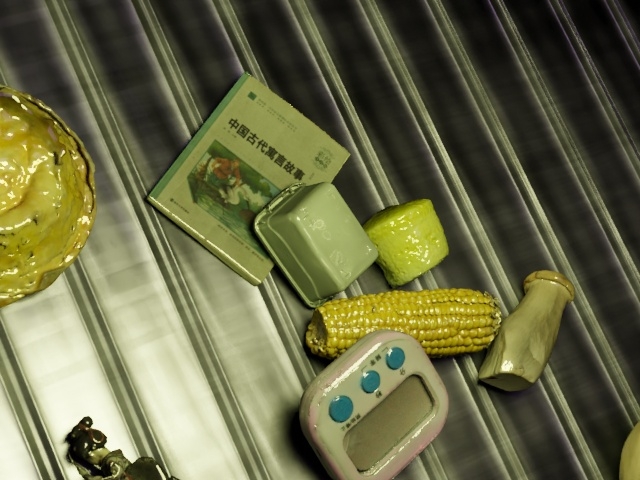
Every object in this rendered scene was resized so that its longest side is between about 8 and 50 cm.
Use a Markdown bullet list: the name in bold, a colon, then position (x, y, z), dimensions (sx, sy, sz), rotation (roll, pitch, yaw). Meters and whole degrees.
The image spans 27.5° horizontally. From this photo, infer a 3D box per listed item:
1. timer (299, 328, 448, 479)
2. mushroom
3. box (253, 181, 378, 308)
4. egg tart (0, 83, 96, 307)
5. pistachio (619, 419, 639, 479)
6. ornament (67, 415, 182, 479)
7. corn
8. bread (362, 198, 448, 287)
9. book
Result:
- **timer**: position (0.074, 0.235, 1.822), dimensions (0.208, 0.069, 0.190), rotation (-40, 116, -20)
- **mushroom**: position (0.317, 0.149, 2.014), dimensions (0.247, 0.096, 0.108), rotation (-51, 123, -42)
- **box**: position (0.000, 0.000, 1.896), dimensions (0.124, 0.093, 0.172), rotation (-44, 106, -34)
- **egg tart**: position (-0.447, -0.083, 1.697), dimensions (0.345, 0.132, 0.345), rotation (9, 67, -23)
- **pistachio**: position (0.565, 0.397, 1.987), dimensions (0.226, 0.208, 0.331), rotation (32, 52, -66)
- **ornament**: position (-0.262, 0.312, 1.643), dimensions (0.196, 0.166, 0.153), rotation (39, 84, 25)
- **corn**: position (0.127, 0.124, 1.922), dimensions (0.318, 0.115, 0.115), rotation (-1, 70, -25)
- **bread**: position (0.131, -0.002, 1.983), dimensions (0.129, 0.111, 0.114), rotation (-31, 93, -30)
- **book**: position (-0.103, -0.095, 1.943), dimensions (0.215, 0.025, 0.282), rotation (38, 58, -10)
